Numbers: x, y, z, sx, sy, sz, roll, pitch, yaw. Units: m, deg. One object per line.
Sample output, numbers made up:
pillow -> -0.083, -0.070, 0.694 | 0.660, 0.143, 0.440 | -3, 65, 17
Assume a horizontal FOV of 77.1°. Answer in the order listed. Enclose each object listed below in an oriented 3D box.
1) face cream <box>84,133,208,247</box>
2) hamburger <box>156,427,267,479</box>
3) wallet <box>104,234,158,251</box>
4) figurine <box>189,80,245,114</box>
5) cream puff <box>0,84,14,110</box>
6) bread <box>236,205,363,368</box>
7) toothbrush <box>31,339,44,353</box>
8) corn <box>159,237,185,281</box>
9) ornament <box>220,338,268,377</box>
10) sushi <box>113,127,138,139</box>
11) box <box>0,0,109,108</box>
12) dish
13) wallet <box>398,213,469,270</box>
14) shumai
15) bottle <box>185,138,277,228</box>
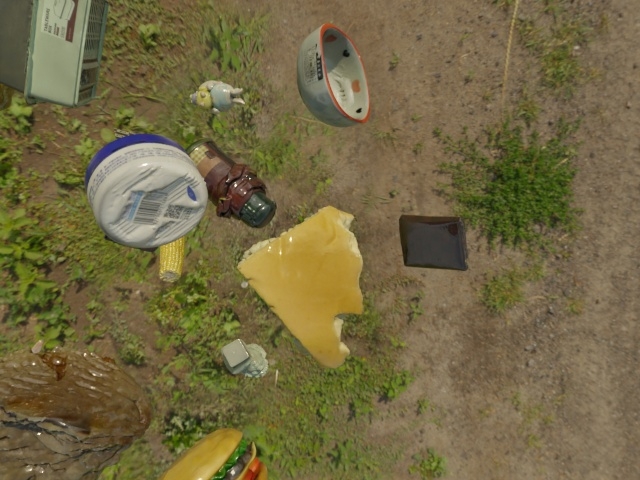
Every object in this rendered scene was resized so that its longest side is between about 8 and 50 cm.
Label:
face cream -> -0.322, -0.086, 0.761 | 0.205, 0.111, 0.206 | -26, 145, -21
hamburger -> -0.148, 0.328, 0.523 | 0.162, 0.162, 0.115 | -41, 84, 1
wallet -> -0.418, -0.031, 0.947 | 0.030, 0.166, 0.111 | 26, 86, 19
figurine -> -0.394, -0.548, 1.538 | 0.155, 0.235, 0.127 | -6, 109, -33
cream puff -> -1.055, -0.499, 1.204 | 0.243, 0.196, 0.244 | -4, 125, -6
bread -> 0.005, 0.058, 0.662 | 0.211, 0.183, 0.224 | -37, 100, -12
toothbrush -> -0.891, 0.420, 1.157 | 0.375, 0.037, 0.028 | -50, 136, 13
corn -> -0.580, 0.039, 1.573 | 0.093, 0.093, 0.244 | -5, 61, -8
ornament -> -0.288, 0.430, 1.484 | 0.120, 0.130, 0.285 | -31, 149, -1
sushi -> -0.628, -0.337, 1.443 | 0.209, 0.192, 0.040 | 9, 111, -32
box -> -0.598, -0.451, 0.904 | 0.166, 0.221, 0.291 | 14, 110, -20
dish -> 0.022, -0.405, 1.034 | 0.117, 0.256, 0.257 | -10, 109, 34
wallet -> 0.361, 0.006, 1.289 | 0.049, 0.229, 0.182 | -21, 107, -42
shumai -> -0.532, 0.390, 0.810 | 0.345, 0.217, 0.284 | 14, 108, -18
bottle -> -0.235, -0.136, 1.034 | 0.271, 0.143, 0.156 | 40, 71, 11
